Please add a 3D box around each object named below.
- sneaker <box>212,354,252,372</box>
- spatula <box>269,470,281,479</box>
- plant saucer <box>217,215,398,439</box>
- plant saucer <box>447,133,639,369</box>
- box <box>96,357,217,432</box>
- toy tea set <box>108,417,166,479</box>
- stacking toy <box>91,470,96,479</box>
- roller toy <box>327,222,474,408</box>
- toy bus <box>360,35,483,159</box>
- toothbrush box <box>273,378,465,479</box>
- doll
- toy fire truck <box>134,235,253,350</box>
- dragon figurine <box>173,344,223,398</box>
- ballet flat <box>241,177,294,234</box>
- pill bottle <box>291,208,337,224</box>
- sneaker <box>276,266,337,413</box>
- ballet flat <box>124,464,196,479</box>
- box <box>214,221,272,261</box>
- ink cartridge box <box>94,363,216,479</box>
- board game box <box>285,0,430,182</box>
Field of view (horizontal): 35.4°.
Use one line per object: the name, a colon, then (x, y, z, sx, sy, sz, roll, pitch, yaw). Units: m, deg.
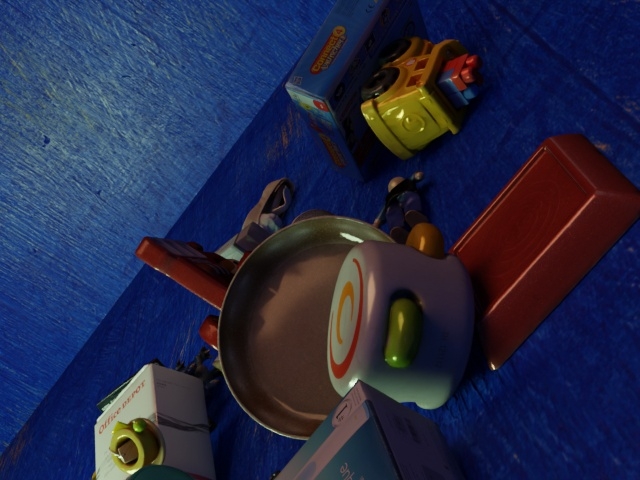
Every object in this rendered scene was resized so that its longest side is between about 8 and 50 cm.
sneaker: (-0.079, 0.168, 1.583, 0.153, 0.099, 0.282, -55, -11, -9)
spatula: (-0.010, 0.345, 1.259, 0.084, 0.030, 0.296, -59, 25, -6)
plant saucer: (0.004, 0.120, 1.380, 0.310, 0.050, 0.310, -8, 70, 22)
plant saucer: (0.249, -0.006, 1.210, 0.258, 0.048, 0.259, -51, 18, 16)
box: (-0.317, 0.335, 1.916, 0.220, 0.175, 0.051, -38, 4, 47)
toy tea set: (-0.308, 0.438, 1.496, 0.124, 0.200, 0.336, -9, -48, -57)
stacking toy: (-0.426, 0.507, 1.995, 0.141, 0.141, 0.330, -39, 19, 44)
roller toy: (0.098, 0.100, 1.198, 0.209, 0.146, 0.191, -94, 18, -45)
toy bus: (0.200, -0.275, 1.729, 0.211, 0.149, 0.220, -21, 34, 42)
toothbrush box: (0.018, 0.331, 1.038, 0.295, 0.126, 0.216, -52, 24, 15)
doll: (0.131, -0.057, 1.643, 0.129, 0.046, 0.189, -48, 18, 21)
toy fire truck: (-0.170, 0.071, 1.789, 0.169, 0.254, 0.302, -58, -14, 7)
dragon figurine: (-0.285, 0.294, 1.987, 0.289, 0.085, 0.144, -31, 3, 40)
ballet flat: (-0.115, -0.056, 2.297, 0.086, 0.086, 0.248, -41, 21, 42)
pill bottle: (0.000, 0.000, 1.794, 0.108, 0.108, 0.180, -55, 16, 1)
sneaker: (0.030, 0.127, 1.458, 0.178, 0.124, 0.295, -53, 12, 46)
ballet flat: (-0.155, 0.371, 1.038, 0.139, 0.139, 0.400, -56, 24, 0)
box: (-0.127, 0.049, 1.992, 0.186, 0.145, 0.038, -34, 26, 50)
ink cartridge box: (-0.282, 0.383, 1.695, 0.207, 0.117, 0.283, -47, 37, 28)
board game box: (0.086, -0.315, 1.876, 0.308, 0.086, 0.302, -60, -27, -15)
